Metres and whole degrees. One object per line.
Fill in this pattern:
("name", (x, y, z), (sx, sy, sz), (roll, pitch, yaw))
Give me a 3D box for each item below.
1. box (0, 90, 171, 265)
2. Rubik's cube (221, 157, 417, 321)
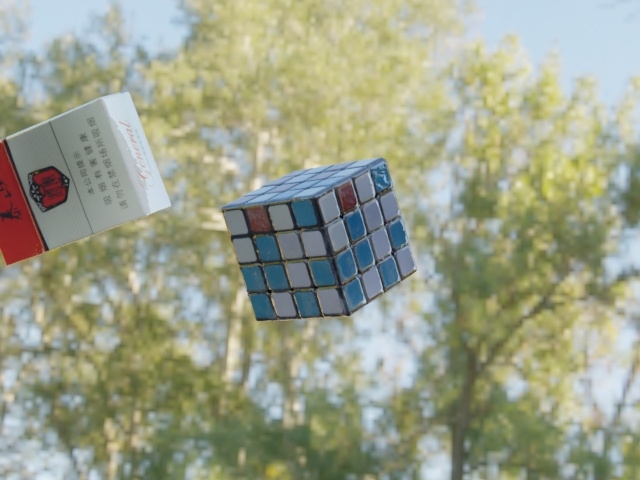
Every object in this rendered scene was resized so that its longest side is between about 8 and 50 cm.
("box", (-0.204, -0.049, 1.229), (0.152, 0.100, 0.048), (-18, 2, 28))
("Rubik's cube", (0.000, 0.000, 1.116), (0.092, 0.092, 0.092), (-5, 17, 40))
